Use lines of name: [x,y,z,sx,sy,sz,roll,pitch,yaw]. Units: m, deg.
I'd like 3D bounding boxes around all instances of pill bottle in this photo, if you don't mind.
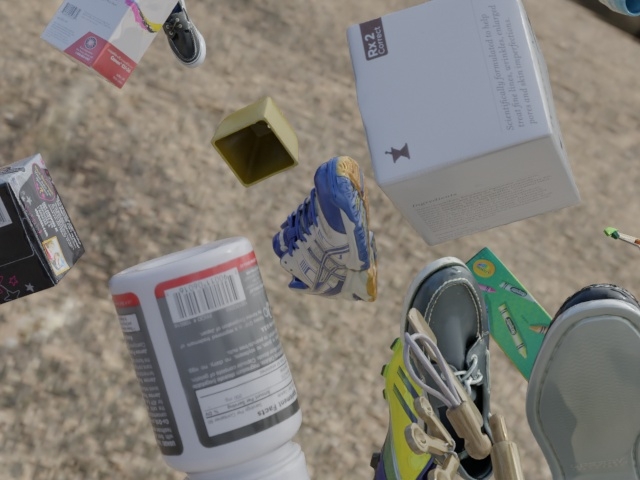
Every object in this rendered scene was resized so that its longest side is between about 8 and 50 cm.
pill bottle: [-0.113,0.151,1.446,0.161,0.283,0.161,-16,5,1]

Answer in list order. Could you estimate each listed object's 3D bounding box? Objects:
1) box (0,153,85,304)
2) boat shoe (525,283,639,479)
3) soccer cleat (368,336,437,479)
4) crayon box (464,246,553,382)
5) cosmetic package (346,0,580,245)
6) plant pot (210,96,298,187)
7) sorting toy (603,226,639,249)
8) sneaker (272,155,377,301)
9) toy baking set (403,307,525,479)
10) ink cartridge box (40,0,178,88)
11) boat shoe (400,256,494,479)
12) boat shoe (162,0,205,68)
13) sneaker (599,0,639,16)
box: [-0.478,0.003,1.833,0.247,0.163,0.142,-18,16,13]
boat shoe: [0.219,0.129,1.064,0.114,0.303,0.091,-1,45,8]
soccer cleat: [0.144,0.257,1.897,0.121,0.289,0.093,17,14,38]
crayon box: [0.304,0.146,1.884,0.165,0.081,0.278,45,7,-37]
cosmetic package: [0.128,-0.106,1.173,0.183,0.151,0.151,42,34,-66]
plant pot: [-0.076,-0.132,1.662,0.081,0.081,0.083,54,28,-29]
sorting toy: [0.404,0.002,1.720,0.083,0.012,0.062,15,13,-29]
sneaker: [0.000,0.000,1.678,0.130,0.296,0.112,-1,59,6]
toy baking set: [0.143,0.186,1.312,0.197,0.030,0.256,45,28,-34]
ink cartridge box: [-0.248,-0.304,1.682,0.115,0.198,0.067,32,-3,37]
boat shoe: [0.172,0.164,1.628,0.116,0.320,0.099,-20,38,-18]
boat shoe: [-0.204,-0.305,1.883,0.040,0.049,0.142,31,33,-64]
sneaker: [0.354,-0.352,1.669,0.365,0.150,0.135,-3,-29,41]
